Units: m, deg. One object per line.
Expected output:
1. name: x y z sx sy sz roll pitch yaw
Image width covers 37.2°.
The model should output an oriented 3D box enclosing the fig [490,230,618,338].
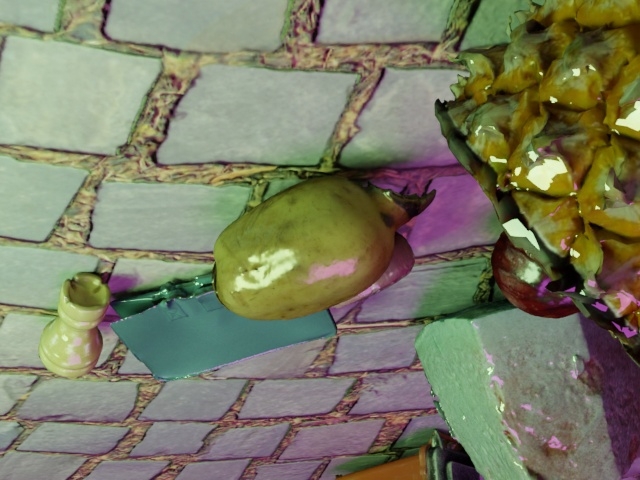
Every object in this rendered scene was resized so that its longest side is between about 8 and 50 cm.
1. fig: 0.239 0.034 0.972 0.129 0.150 0.128 4 155 2

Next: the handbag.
1. handbag: -0.101 0.080 1.031 0.221 0.057 0.144 -14 146 6

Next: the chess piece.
1. chess piece: -0.252 0.086 0.982 0.066 0.066 0.122 2 143 -21

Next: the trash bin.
1. trash bin: 0.147 0.435 1.628 0.239 0.184 0.161 -17 152 33

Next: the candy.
1. candy: 0.045 0.028 0.953 0.103 0.043 0.103 -26 -172 4

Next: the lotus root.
1. lotus root: 0.000 0.000 0.858 0.221 0.125 0.118 -26 132 15

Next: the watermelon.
1. watermelon: 0.266 0.202 1.139 0.387 0.258 0.228 27 148 -37

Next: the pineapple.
1. pineapple: 0.276 -0.078 0.622 0.300 0.352 0.352 -41 142 16
